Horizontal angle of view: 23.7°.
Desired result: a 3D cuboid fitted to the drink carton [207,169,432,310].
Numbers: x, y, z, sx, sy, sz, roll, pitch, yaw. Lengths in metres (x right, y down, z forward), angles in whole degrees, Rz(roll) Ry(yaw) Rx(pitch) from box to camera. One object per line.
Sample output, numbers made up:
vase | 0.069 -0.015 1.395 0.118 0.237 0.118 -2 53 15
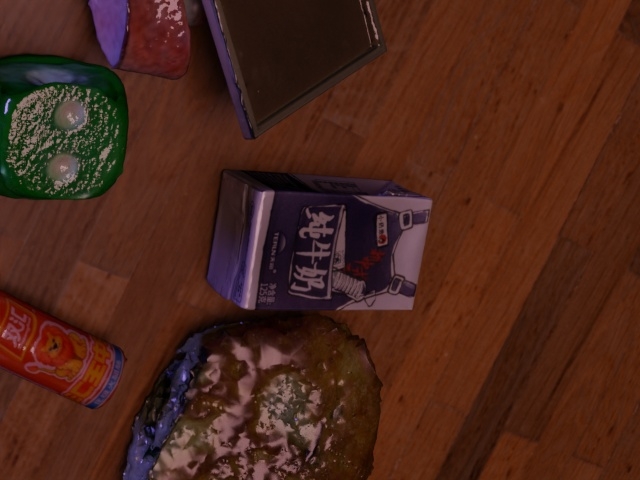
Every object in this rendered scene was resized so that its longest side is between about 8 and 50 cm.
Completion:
drink carton | 0.000 0.001 1.673 0.222 0.102 0.134 2 103 -30

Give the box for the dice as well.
dice | -0.265 -0.110 1.479 0.131 0.128 0.120 -3 110 -28

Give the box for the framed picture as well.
framed picture | -0.042 -0.290 1.545 0.232 0.024 0.315 -37 122 -39

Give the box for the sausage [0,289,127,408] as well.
sausage | -0.325 0.088 1.547 0.274 0.074 0.074 31 91 -31

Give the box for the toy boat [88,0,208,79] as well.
toy boat | -0.098 -0.272 1.548 0.282 0.096 0.206 -10 100 -34

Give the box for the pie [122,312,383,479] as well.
pie | -0.067 0.245 1.716 0.288 0.103 0.355 21 92 -31
